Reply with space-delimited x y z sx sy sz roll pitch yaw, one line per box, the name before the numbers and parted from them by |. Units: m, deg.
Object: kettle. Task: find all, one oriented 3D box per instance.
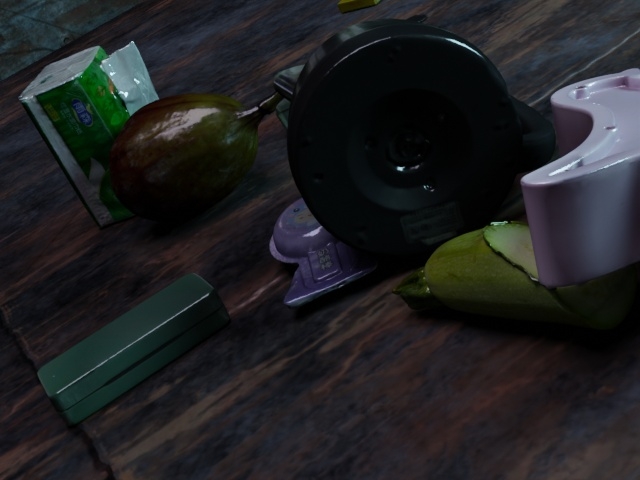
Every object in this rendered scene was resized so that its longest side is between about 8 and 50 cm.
kettle | 0.080 -0.135 0.972 0.251 0.207 0.271 -26 23 3

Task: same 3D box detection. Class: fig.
fig | -0.134 -0.128 1.230 0.274 0.145 0.170 -26 27 26

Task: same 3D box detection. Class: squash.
squash | 0.133 0.023 0.763 0.200 0.075 0.090 1 34 45

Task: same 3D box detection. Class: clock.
clock | 0.246 -0.055 0.726 0.290 0.080 0.275 -23 21 -30

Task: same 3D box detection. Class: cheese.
cheese | 0.000 0.000 0.982 0.105 0.042 0.191 -25 29 4

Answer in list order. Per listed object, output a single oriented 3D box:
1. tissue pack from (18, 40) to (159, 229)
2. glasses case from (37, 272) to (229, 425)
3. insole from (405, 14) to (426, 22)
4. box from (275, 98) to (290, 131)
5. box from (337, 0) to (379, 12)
tissue pack | -0.282 -0.153 1.364 0.156 0.209 0.148 -20 25 12
glasses case | -0.181 0.102 0.961 0.184 0.039 0.078 -34 25 -15
insole | 0.091 -0.307 1.545 0.188 0.004 0.064 -35 26 -19
box | -0.027 -0.190 1.368 0.063 0.060 0.084 -25 25 14
box | 0.106 -0.469 1.831 0.087 0.023 0.155 -6 31 44
